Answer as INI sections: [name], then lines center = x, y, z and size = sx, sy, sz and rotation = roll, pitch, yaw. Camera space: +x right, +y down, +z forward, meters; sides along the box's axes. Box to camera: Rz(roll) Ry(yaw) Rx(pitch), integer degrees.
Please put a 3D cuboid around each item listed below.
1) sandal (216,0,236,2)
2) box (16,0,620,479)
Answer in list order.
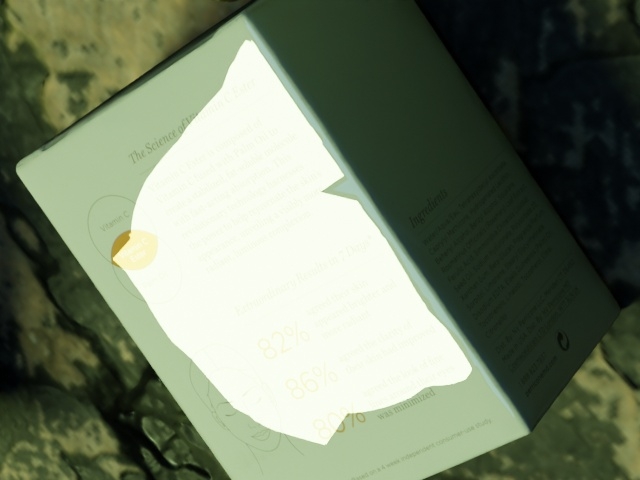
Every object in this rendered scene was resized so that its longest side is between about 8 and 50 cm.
[sandal]
center = -0.047, -0.169, 0.679
size = 0.049, 0.072, 0.180
rotation = 27, 133, 43
[box]
center = 0.000, 0.000, 0.717
size = 0.130, 0.091, 0.170
rotation = -28, 98, 39
